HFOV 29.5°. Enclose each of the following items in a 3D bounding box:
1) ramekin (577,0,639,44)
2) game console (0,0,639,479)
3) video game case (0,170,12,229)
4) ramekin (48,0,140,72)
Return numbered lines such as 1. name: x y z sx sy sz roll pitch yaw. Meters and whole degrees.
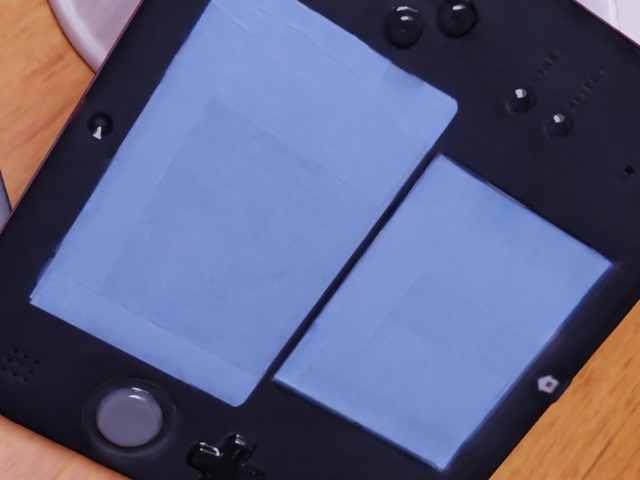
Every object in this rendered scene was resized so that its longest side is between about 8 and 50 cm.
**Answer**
1. ramekin: 0.184 -0.144 0.844 0.277 0.135 0.277 13 75 -56
2. game console: 0.010 0.007 0.707 0.342 0.060 0.386 32 109 -12
3. video game case: -0.314 -0.099 0.738 0.196 0.026 0.274 -15 84 -26
4. ramekin: -0.047 -0.215 0.824 0.273 0.127 0.272 6 75 -22
